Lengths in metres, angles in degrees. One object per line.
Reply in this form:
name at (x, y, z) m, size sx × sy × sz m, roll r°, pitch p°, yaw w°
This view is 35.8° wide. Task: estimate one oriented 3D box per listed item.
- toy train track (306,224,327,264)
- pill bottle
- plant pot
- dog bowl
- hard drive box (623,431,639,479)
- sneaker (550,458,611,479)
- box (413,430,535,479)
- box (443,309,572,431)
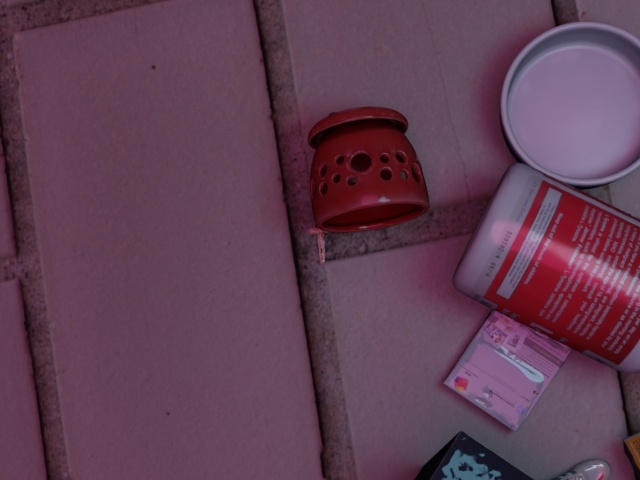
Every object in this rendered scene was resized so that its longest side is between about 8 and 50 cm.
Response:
toy train track at (0.000, 0.000, 1.714) m, size 0.048 × 0.014 × 0.083 m, roll -6°, pitch 87°, yaw 8°
pill bottle at (0.432, 0.062, 1.541) m, size 0.408 × 0.229 × 0.229 m, roll 27°, pitch 91°, yaw 7°
plant pot at (0.073, -0.116, 1.628) m, size 0.191 × 0.191 × 0.174 m, roll -10°, pitch 76°, yaw 7°
dog bowl at (0.426, -0.216, 1.621) m, size 0.265 × 0.104 × 0.264 m, roll 0°, pitch 87°, yaw 8°
hard drive box at (0.620, 0.348, 1.545) m, size 0.232 × 0.089 × 0.181 m, roll -27°, pitch 62°, yaw 5°
sneaker at (0.400, 0.407, 1.606) m, size 0.161 × 0.075 × 0.057 m, roll -26°, pitch 84°, yaw 6°
box at (0.260, 0.462, 1.495) m, size 0.294 × 0.296 × 0.182 m, roll 33°, pitch 68°, yaw 8°
box at (0.316, 0.200, 1.648) m, size 0.145 × 0.038 × 0.186 m, roll 33°, pitch 91°, yaw 9°
